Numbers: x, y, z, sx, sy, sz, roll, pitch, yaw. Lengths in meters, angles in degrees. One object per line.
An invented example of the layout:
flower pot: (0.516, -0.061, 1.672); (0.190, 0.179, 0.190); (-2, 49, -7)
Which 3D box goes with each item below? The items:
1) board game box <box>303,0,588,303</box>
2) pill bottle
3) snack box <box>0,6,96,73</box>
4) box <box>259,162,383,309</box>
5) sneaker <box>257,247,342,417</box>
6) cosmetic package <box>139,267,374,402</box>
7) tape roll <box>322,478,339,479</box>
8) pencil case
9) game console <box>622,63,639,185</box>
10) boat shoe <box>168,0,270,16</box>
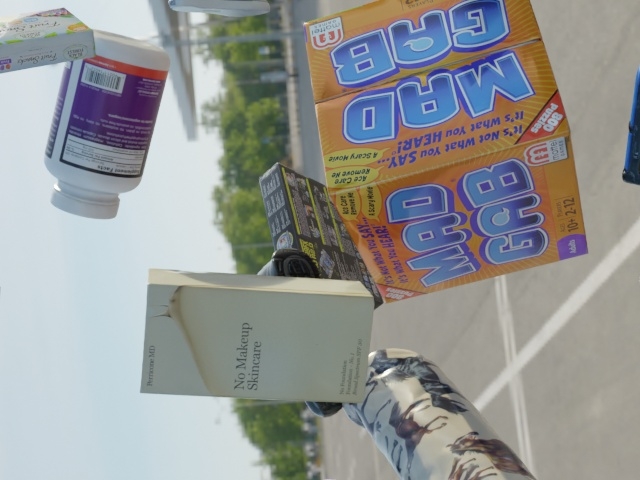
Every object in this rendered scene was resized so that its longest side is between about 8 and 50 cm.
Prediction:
board game box: (0.208, -0.166, 1.669); (0.356, 0.357, 0.356); (60, -162, -55)
pill bottle: (-0.394, -0.210, 1.846); (0.181, 0.182, 0.322); (-102, 28, -75)
snack box: (-0.346, -0.232, 1.181); (0.100, 0.141, 0.037); (41, 139, 46)
box: (0.000, 0.000, 1.950); (0.060, 0.216, 0.270); (-39, 48, 30)
sneaker: (-0.033, 0.161, 1.701); (0.130, 0.109, 0.286); (-36, 65, 48)
cosmetic package: (-0.092, 0.132, 1.420); (0.113, 0.310, 0.160); (-134, 48, -77)
tape roll: (0.058, 0.467, 1.616); (0.080, 0.189, 0.189); (-54, -20, -29)
pencil case: (0.180, 0.320, 1.515); (0.410, 0.160, 0.183); (-133, 40, -54)
game console: (0.532, -0.169, 1.355); (0.293, 0.173, 0.250); (-47, -36, -42)
boat shoe: (-0.127, -0.312, 1.302); (0.049, 0.142, 0.040); (0, 93, 56)
